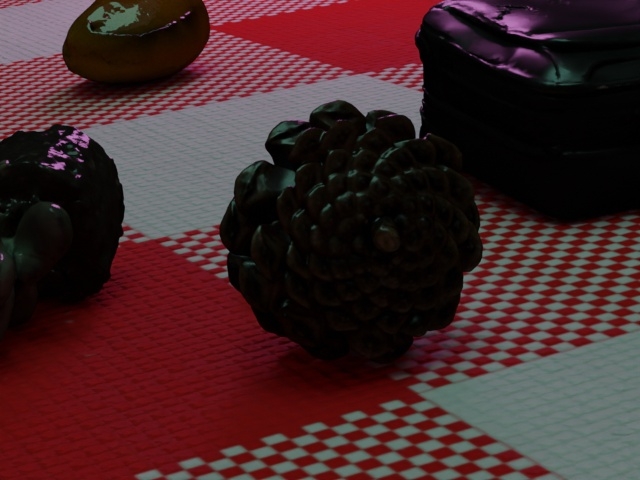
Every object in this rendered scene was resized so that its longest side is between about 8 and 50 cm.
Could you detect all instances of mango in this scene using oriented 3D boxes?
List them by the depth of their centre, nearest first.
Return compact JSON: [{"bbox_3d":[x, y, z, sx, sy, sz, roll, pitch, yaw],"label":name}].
[{"bbox_3d":[-0.246,-0.278,2.448,0.166,0.136,0.236,12,29,37],"label":"mango"}]

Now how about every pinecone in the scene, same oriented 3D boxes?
[{"bbox_3d":[0.014,-0.004,1.391,0.207,0.208,0.208,-5,17,2],"label":"pinecone"}]

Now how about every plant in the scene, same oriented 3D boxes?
[{"bbox_3d":[-0.255,0.004,1.528,0.149,0.146,0.274,-21,14,18],"label":"plant"}]

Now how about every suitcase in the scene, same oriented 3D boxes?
[{"bbox_3d":[0.295,-0.146,1.807,0.345,0.188,0.339,-11,23,-23],"label":"suitcase"}]
